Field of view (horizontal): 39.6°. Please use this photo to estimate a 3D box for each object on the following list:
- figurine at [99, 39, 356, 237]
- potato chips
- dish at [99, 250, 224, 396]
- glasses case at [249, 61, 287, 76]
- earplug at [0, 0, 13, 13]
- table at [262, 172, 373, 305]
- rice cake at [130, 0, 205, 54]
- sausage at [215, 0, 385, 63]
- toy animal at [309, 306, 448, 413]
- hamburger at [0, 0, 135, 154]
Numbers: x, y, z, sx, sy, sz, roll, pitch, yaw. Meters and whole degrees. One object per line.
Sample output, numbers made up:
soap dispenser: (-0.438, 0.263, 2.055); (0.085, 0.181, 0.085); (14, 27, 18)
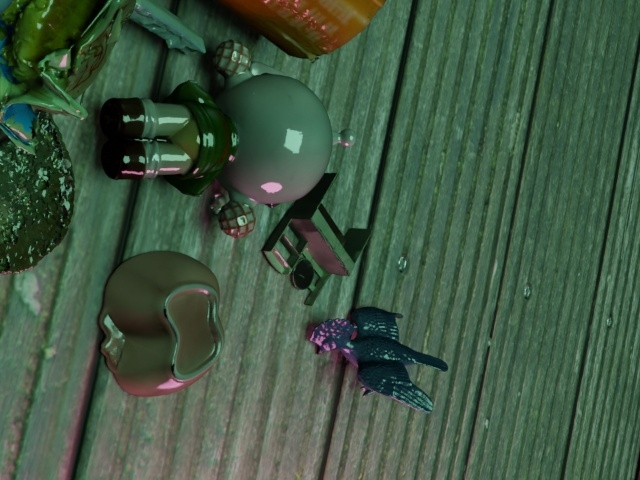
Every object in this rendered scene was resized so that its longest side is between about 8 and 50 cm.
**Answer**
figurine: (-0.124, -0.142, 1.240); (0.369, 0.167, 0.282); (-4, 96, -39)
potato chips: (-0.385, -0.058, 1.054); (0.219, 0.029, 0.202); (-4, 102, -50)
dish: (-0.202, 0.120, 1.239); (0.213, 0.090, 0.214); (-10, 104, -48)
glasses case: (-0.081, -0.252, 1.372); (0.083, 0.021, 0.032); (10, 90, -49)
earplug: (-0.428, -0.222, 0.777); (0.323, 0.185, 0.185); (-18, 111, -20)
table: (0.000, 0.000, 1.474); (0.146, 0.062, 0.175); (55, 54, -38)
rice cake: (-0.206, -0.283, 1.175); (0.180, 0.030, 0.042); (20, 54, -67)
sausage: (-0.069, -0.414, 1.210); (0.287, 0.233, 0.233); (29, 74, -49)
toy animal: (0.106, 0.202, 1.556); (0.255, 0.239, 0.176); (-4, 136, -8)
hamburger: (-0.274, -0.244, 0.976); (0.261, 0.150, 0.276); (-57, 170, -36)
